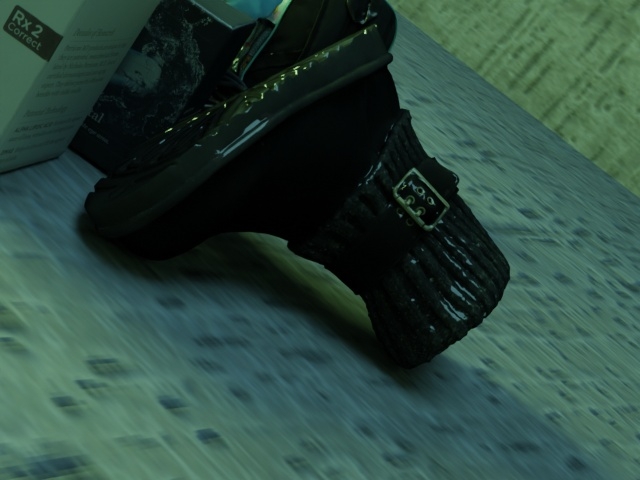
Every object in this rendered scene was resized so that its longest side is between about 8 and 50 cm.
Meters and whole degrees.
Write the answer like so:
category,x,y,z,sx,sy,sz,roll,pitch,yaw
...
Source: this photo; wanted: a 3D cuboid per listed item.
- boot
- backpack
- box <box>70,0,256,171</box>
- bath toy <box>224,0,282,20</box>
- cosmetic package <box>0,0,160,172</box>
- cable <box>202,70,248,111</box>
category,x,y,z,sx,sy,sz,roll,pitch,yaw
boot,0.003,-0.001,1.062,0.348,0.131,0.260,-35,102,-43
backpack,-0.009,-0.235,1.609,0.165,0.188,0.144,25,18,-28
box,-0.163,-0.154,1.108,0.156,0.158,0.093,34,16,1
bath toy,-0.122,-0.276,1.494,0.348,0.151,0.129,-177,-110,-72
cosmetic package,-0.224,-0.166,0.970,0.151,0.184,0.151,36,15,5
cable,-0.146,-0.175,1.416,0.150,0.047,0.184,25,19,-33
